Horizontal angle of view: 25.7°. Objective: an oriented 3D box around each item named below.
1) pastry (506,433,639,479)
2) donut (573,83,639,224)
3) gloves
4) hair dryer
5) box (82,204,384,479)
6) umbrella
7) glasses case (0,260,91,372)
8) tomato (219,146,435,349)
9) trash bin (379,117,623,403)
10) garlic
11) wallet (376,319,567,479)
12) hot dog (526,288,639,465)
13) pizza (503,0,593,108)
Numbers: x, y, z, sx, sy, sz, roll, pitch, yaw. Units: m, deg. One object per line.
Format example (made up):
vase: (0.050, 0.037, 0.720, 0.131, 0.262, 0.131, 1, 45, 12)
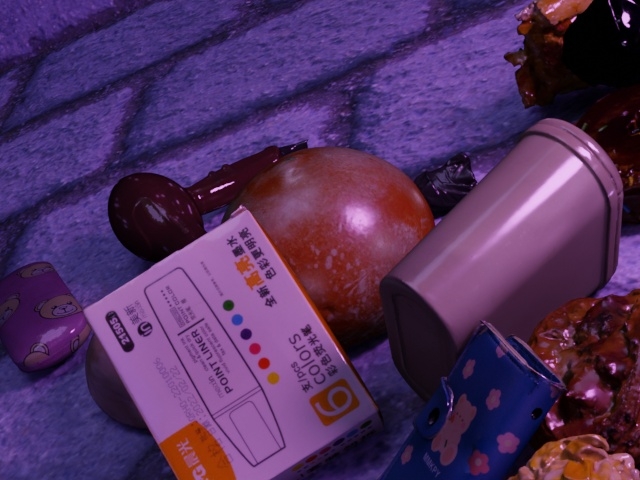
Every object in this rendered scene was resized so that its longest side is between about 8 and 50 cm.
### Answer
pastry: (0.212, 0.257, 1.108, 0.154, 0.102, 0.250, -26, 24, 14)
donut: (0.388, -0.104, 1.608, 0.235, 0.089, 0.235, -24, 25, 12)
gloves: (0.432, -0.263, 1.762, 0.301, 0.152, 0.197, -34, -8, -34)
hair dryer: (-0.128, -0.062, 2.092, 0.340, 0.123, 0.312, -29, 34, -24)
box: (-0.090, 0.135, 1.480, 0.221, 0.274, 0.091, -34, -18, -4)
umbrella: (0.098, -0.040, 1.832, 0.235, 0.059, 0.066, -24, 67, 19)
glasses case: (-0.419, 0.109, 2.068, 0.123, 0.076, 0.316, -34, 26, -10)
tomato: (0.000, 0.000, 1.668, 0.270, 0.222, 0.270, -21, 29, 12)
trash bin: (0.184, 0.032, 1.416, 0.121, 0.243, 0.247, 37, 67, 28)
garlic: (-0.208, 0.160, 1.748, 0.143, 0.112, 0.318, -38, 37, -25)
wallet: (0.131, 0.183, 1.278, 0.202, 0.059, 0.141, -60, 21, 11)
hot dog: (0.267, 0.122, 1.310, 0.160, 0.099, 0.227, -20, 29, 30)
pizza: (0.348, -0.253, 1.875, 0.289, 0.081, 0.229, -5, -34, -45)
